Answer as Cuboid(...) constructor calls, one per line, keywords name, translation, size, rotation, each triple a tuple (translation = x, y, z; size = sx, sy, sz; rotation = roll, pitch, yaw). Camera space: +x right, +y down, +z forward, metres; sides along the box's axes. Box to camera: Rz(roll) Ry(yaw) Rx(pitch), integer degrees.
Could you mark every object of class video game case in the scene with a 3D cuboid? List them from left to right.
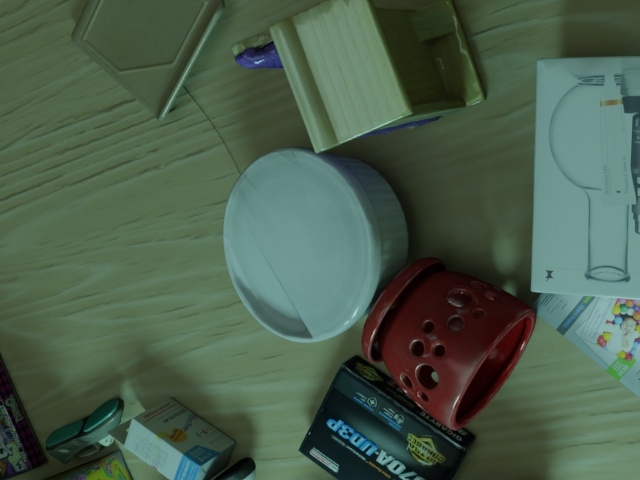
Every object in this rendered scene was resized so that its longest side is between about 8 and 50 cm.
Cuboid(name="video game case", translation=(-0.648, 0.352, 1.888), size=(0.210, 0.042, 0.232), rotation=(-24, 90, 32))

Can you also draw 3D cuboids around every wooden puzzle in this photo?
Cuboid(name="wooden puzzle", translation=(-0.267, -0.337, 1.521), size=(0.239, 0.044, 0.221), rotation=(44, 119, 18))

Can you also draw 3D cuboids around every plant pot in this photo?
Cuboid(name="plant pot", translation=(0.164, 0.125, 1.306), size=(0.174, 0.191, 0.191), rotation=(37, 117, 24))

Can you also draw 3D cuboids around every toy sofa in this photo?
Cuboid(name="toy sofa", translation=(0.060, -0.198, 1.186), size=(0.177, 0.362, 0.150), rotation=(-20, 92, 24))

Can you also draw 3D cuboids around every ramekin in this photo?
Cuboid(name="ramekin", translation=(0.000, 0.000, 1.377), size=(0.273, 0.127, 0.273), rotation=(8, 103, 38))

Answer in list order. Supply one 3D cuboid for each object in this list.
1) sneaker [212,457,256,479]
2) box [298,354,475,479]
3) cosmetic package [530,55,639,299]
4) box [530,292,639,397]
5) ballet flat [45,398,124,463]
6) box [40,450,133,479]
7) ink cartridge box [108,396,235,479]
Cuboid(name="sneaker", translation=(-0.158, 0.471, 1.621), size=(0.270, 0.090, 0.145), rotation=(-42, 81, 33))
Cuboid(name="box", translation=(0.095, 0.302, 1.461), size=(0.220, 0.051, 0.175), rotation=(33, 115, 18))
Cuboid(name="cosmetic package", translation=(0.440, -0.072, 1.136), size=(0.377, 0.097, 0.284), rotation=(3, 101, 24))
Cuboid(name="box", translation=(0.385, 0.090, 1.261), size=(0.186, 0.038, 0.145), rotation=(40, 117, 14))
Cuboid(name="ballet flat", translation=(-0.401, 0.340, 1.745), size=(0.213, 0.072, 0.068), rotation=(-29, 114, 31))
Cuboid(name="box", translation=(-0.441, 0.568, 1.748), size=(0.279, 0.177, 0.290), rotation=(-26, 89, 30))
Cuboid(name="ink cartridge box", translation=(-0.246, 0.325, 1.624), size=(0.181, 0.104, 0.061), rotation=(29, 114, 20))
